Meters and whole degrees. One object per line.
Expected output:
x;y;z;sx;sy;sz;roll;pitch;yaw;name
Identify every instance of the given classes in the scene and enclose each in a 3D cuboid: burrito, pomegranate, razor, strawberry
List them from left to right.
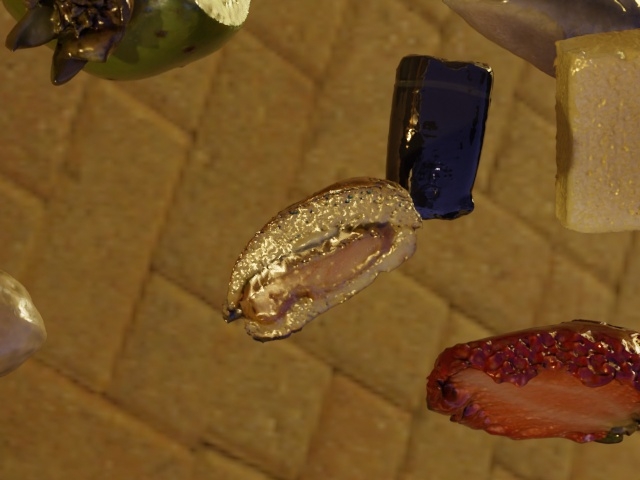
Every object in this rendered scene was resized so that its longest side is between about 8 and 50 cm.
-0.188;-0.255;1.762;0.260;0.260;0.341;67;29;-24;pomegranate
0.105;-0.092;1.775;0.090;0.054;0.148;7;99;-3;razor
0.121;0.072;1.032;0.152;0.104;0.048;18;55;-34;strawberry
0.313;-0.270;2.351;0.332;0.135;0.190;34;87;-30;burrito

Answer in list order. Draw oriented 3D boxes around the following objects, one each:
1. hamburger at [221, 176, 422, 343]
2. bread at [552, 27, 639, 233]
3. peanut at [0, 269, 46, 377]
-0.004;0.001;1.568;0.087;0.176;0.102;50;13;-14;hamburger
0.280;-0.100;1.817;0.125;0.068;0.188;-4;115;-2;bread
-0.309;0.047;1.371;0.110;0.236;0.120;-78;177;-58;peanut
